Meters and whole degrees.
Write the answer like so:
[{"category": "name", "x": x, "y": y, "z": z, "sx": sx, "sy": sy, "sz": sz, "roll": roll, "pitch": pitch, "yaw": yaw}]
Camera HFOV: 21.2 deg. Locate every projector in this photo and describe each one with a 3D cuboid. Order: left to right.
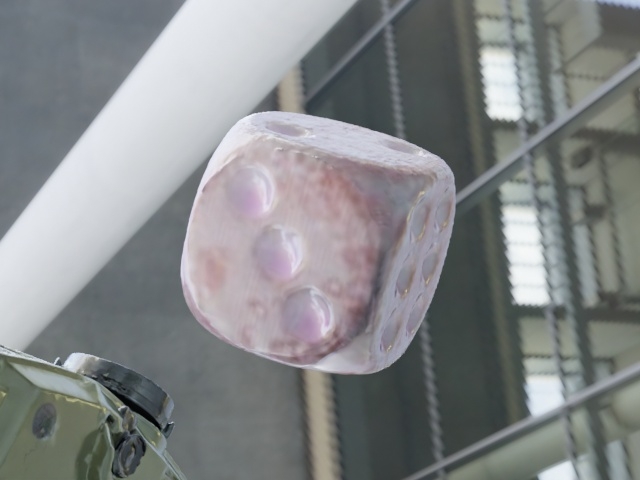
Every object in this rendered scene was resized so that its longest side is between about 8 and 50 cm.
[{"category": "projector", "x": -0.136, "y": 0.153, "z": 0.837, "sx": 0.088, "sy": 0.269, "sz": 0.193, "roll": 13, "pitch": -116, "yaw": 28}]

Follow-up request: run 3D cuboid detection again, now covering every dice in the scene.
[{"category": "dice", "x": 0.000, "y": 0.000, "z": 0.729, "sx": 0.091, "sy": 0.093, "sz": 0.094, "roll": 18, "pitch": -165, "yaw": 17}]
